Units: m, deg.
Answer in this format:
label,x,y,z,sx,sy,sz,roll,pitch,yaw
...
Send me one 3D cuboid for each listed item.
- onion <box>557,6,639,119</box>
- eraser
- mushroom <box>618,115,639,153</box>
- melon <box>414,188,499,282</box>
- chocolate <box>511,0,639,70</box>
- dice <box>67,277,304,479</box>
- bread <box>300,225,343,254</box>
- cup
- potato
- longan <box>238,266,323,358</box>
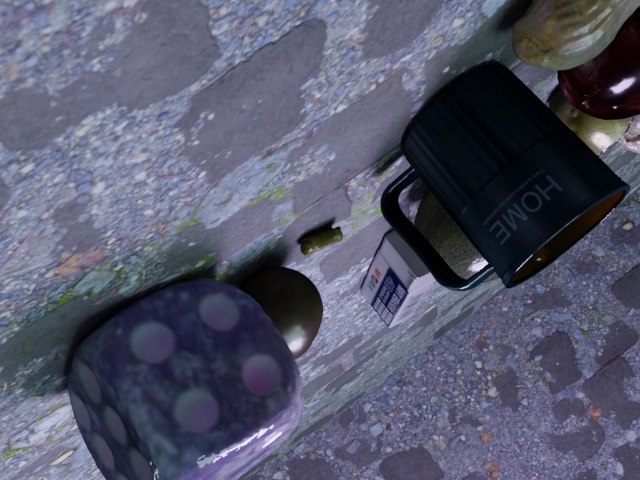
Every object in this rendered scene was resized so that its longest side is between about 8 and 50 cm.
label,x,y,z,sx,sy,sz,roll,pitch,yaw
onion,0.561,-0.312,1.396,0.314,0.232,0.314,-15,168,-3
eraser,0.177,0.083,1.818,0.086,0.130,0.287,-27,161,-20
mushroom,0.783,-0.328,1.914,0.253,0.195,0.189,80,31,-69
melon,0.328,-0.054,1.580,0.302,0.237,0.237,-42,162,4
chocolate,0.407,-0.362,1.151,0.309,0.134,0.134,-43,161,16
dice,-0.207,0.241,1.245,0.271,0.270,0.270,-23,158,-36
bread,0.000,0.000,1.429,0.088,0.033,0.049,-22,171,-30
cup,0.289,-0.092,1.331,0.242,0.292,0.308,-18,155,-45
potato,0.523,-0.263,1.632,0.117,0.182,0.202,17,155,-23
longan,-0.073,0.129,1.397,0.167,0.167,0.187,-39,160,5
